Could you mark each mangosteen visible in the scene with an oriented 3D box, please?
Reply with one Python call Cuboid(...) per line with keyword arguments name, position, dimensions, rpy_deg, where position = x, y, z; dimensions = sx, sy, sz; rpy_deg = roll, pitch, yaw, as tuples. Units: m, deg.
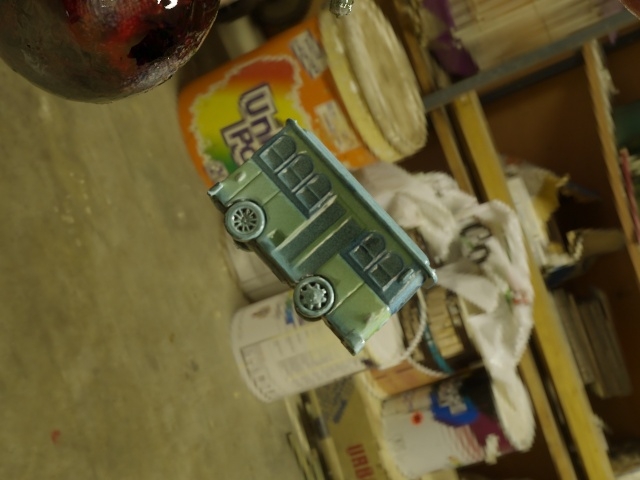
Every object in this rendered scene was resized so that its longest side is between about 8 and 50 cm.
Cuboid(name="mangosteen", position=(-0.324, -0.400, 1.508), dimensions=(0.421, 0.381, 0.381), rpy_deg=(-25, 94, -76))

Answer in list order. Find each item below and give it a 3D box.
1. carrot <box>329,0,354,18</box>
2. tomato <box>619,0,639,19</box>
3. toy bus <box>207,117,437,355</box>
Cuboid(name="carrot", position=(0.064, -0.414, 1.141), dimensions=(0.069, 0.069, 0.336), rpy_deg=(24, 81, -64))
Cuboid(name="tomato", position=(0.490, -0.382, 1.207), dimensions=(0.226, 0.299, 0.298), rpy_deg=(-39, 109, -46))
Cuboid(name="toy bus", position=(0.000, 0.000, 1.431), dimensions=(0.312, 0.190, 0.152), rpy_deg=(48, -7, 5))
